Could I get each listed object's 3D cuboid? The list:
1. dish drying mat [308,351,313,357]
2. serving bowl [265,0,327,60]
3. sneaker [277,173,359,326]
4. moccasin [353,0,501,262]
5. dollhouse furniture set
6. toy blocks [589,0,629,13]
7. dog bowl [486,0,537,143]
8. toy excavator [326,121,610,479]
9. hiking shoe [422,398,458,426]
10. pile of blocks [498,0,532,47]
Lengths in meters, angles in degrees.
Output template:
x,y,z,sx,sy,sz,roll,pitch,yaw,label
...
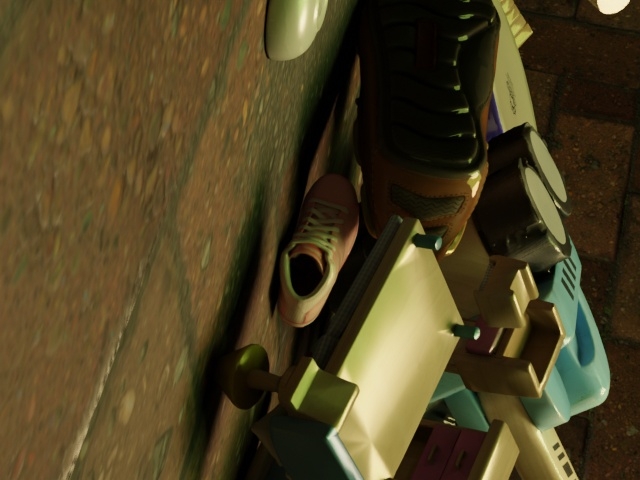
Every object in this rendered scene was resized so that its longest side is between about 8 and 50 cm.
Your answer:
x,y,z,sx,sy,sz,roll,pitch,yaw,label
-0.018,0.151,1.422,0.083,0.008,0.032,-69,170,-51,dish drying mat
-0.011,-0.153,0.889,0.083,0.027,0.083,13,90,-84,serving bowl
0.000,0.000,1.135,0.070,0.051,0.134,97,11,-72,sneaker
0.095,-0.118,1.258,0.380,0.139,0.147,-91,-169,-49,moccasin
0.021,0.082,1.082,0.286,0.198,0.303,-62,144,-29,dollhouse furniture set
0.180,-0.420,1.405,0.260,0.309,0.289,60,-43,49,toy blocks
0.181,-0.158,1.674,0.265,0.104,0.265,-13,90,-72,dog bowl
0.196,0.159,1.352,0.445,0.222,0.433,60,19,-11,toy excavator
0.072,0.153,1.568,0.113,0.132,0.304,-19,88,-49,hiking shoe
0.204,-0.236,2.249,0.112,0.149,0.362,18,-94,54,pile of blocks
